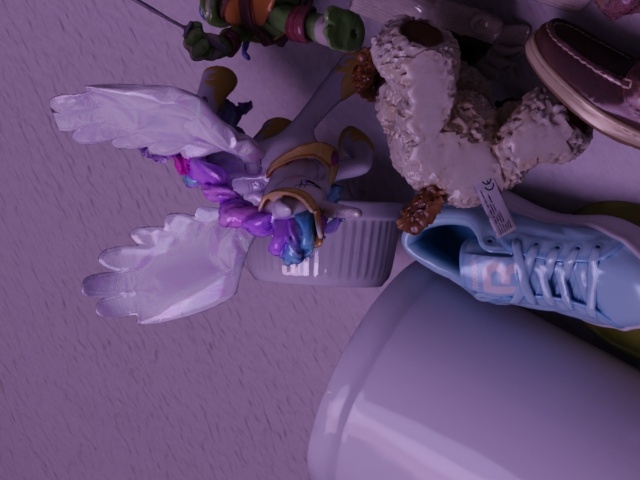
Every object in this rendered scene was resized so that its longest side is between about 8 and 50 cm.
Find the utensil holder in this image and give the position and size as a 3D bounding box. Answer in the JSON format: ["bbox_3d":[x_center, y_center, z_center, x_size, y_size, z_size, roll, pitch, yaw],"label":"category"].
[{"bbox_3d":[0.231,0.247,2.168,0.385,0.327,0.327,26,141,19],"label":"utensil holder"}]

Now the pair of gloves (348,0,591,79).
[{"bbox_3d":[0.162,-0.257,1.877,0.204,0.042,0.240,21,154,-21],"label":"pair of gloves"}]

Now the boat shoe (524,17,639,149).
[{"bbox_3d":[0.373,-0.147,1.809,0.342,0.123,0.123,37,122,17],"label":"boat shoe"}]

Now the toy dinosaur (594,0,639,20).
[{"bbox_3d":[0.291,-0.265,1.571,0.295,0.127,0.200,109,150,-59],"label":"toy dinosaur"}]

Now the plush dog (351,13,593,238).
[{"bbox_3d":[0.141,-0.127,1.933,0.262,0.225,0.210,24,107,-11],"label":"plush dog"}]

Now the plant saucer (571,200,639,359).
[{"bbox_3d":[0.375,0.061,2.071,0.241,0.037,0.241,27,142,24],"label":"plant saucer"}]

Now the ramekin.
[{"bbox_3d":[0.000,0.000,2.219,0.207,0.207,0.109,6,93,42],"label":"ramekin"}]

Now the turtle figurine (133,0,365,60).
[{"bbox_3d":[-0.082,-0.302,2.019,0.266,0.198,0.274,6,134,39],"label":"turtle figurine"}]

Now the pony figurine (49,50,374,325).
[{"bbox_3d":[-0.102,-0.086,2.019,0.351,0.363,0.303,-4,119,13],"label":"pony figurine"}]

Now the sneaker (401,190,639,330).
[{"bbox_3d":[0.241,0.038,2.022,0.366,0.150,0.135,18,123,48],"label":"sneaker"}]
